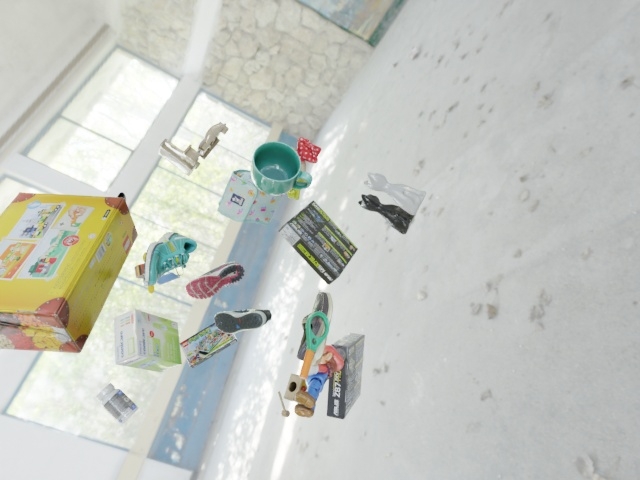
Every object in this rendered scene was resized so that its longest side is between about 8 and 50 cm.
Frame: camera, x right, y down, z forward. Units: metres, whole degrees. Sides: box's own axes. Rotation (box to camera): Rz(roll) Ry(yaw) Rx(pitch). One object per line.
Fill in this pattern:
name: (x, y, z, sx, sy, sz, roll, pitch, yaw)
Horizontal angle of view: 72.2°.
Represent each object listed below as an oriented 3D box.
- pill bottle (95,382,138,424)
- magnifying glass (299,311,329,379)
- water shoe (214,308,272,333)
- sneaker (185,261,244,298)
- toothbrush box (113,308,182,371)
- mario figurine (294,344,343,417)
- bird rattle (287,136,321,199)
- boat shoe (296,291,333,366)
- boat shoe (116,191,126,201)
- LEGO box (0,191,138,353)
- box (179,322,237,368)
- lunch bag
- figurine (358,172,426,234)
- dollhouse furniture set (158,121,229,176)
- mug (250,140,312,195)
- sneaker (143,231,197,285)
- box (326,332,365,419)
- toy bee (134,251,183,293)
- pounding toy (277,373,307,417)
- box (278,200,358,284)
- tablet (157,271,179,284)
pill bottle: (-0.724, 0.579, 1.560, 0.078, 0.137, 0.078, -44, 2, 2)
magnifying glass: (-0.025, 0.343, 1.451, 0.026, 0.092, 0.231, -20, 42, 46)
water shoe: (-0.251, 0.260, 1.425, 0.080, 0.203, 0.073, -7, -89, -63)
sneaker: (-0.531, 0.200, 2.210, 0.112, 0.299, 0.121, 28, 136, 61)
toothbrush box: (-0.746, 0.440, 1.905, 0.122, 0.283, 0.206, -24, 60, 13)
mario figurine: (-0.034, 0.543, 1.771, 0.198, 0.170, 0.320, -39, 8, 36)
bird rattle: (-0.116, -0.292, 1.732, 0.143, 0.206, 0.254, -80, 3, -50)
boat shoe: (-0.023, 0.304, 1.578, 0.103, 0.092, 0.285, -46, 27, 52)
boat shoe: (-0.920, -0.166, 2.003, 0.142, 0.049, 0.040, -101, 16, -46)
LEGO box: (-0.863, 0.080, 1.384, 0.193, 0.372, 0.500, 92, -178, -45)
box: (-0.456, 0.415, 1.789, 0.207, 0.114, 0.036, -31, -28, -11)
lunch bag: (-0.332, -0.202, 2.054, 0.223, 0.262, 0.160, -59, 42, 28)
figurine: (0.235, -0.137, 1.511, 0.092, 0.209, 0.215, -57, -11, -26)
dollhouse furniture set: (-0.572, -0.502, 2.051, 0.356, 0.173, 0.303, -58, 15, -20)
mug: (-0.116, -0.177, 1.187, 0.129, 0.158, 0.097, -32, -14, -27)
sneaker: (-0.460, 0.049, 1.340, 0.275, 0.109, 0.107, -78, 3, -64)
box: (0.128, 0.629, 2.097, 0.395, 0.097, 0.319, 10, -95, -73)
toy bee: (-0.842, 0.175, 2.189, 0.162, 0.298, 0.195, -17, 59, 14)
pounding toy: (-0.122, 0.775, 2.171, 0.094, 0.181, 0.206, -3, 59, 38)
box: (0.000, 0.000, 1.157, 0.045, 0.191, 0.184, -41, 4, 29)
tablet: (-0.569, 0.141, 1.619, 0.083, 0.054, 0.006, -23, -52, -45)
